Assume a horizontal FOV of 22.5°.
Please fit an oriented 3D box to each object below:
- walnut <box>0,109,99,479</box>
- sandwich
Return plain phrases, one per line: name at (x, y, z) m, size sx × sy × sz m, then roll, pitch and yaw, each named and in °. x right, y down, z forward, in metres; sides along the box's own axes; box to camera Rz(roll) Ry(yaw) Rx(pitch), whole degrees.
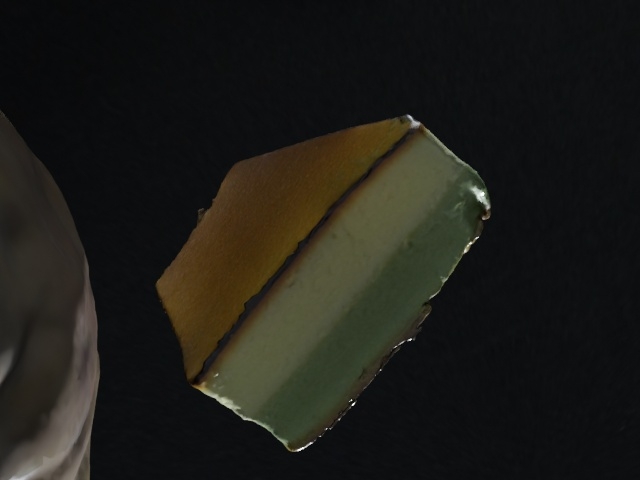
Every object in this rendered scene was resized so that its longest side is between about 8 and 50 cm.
walnut at (-0.194, 0.037, 0.497) m, size 0.248 × 0.248 × 0.248 m, roll -1°, pitch -100°, yaw 7°
sandwich at (0.000, 0.000, 1.072) m, size 0.108 × 0.186 × 0.220 m, roll 36°, pitch -79°, yaw -25°
